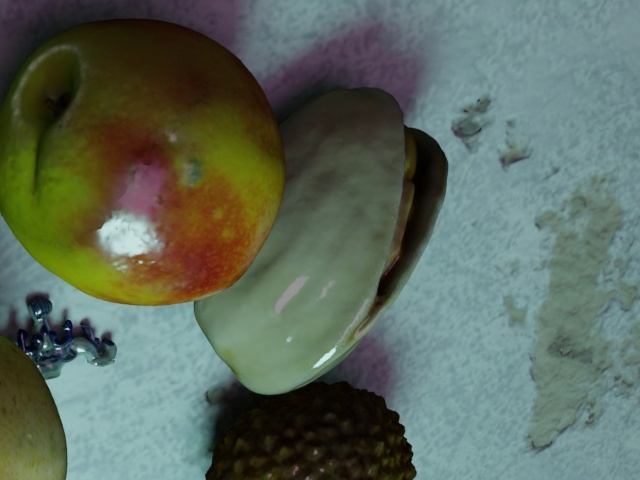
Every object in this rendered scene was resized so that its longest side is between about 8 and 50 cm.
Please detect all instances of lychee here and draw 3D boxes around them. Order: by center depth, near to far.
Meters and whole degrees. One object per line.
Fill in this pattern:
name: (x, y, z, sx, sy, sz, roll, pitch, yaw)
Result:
lychee: (-0.015, 0.243, 1.265, 0.238, 0.200, 0.200, -49, 128, -20)

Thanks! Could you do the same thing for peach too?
peach: (-0.140, -0.059, 1.034, 0.231, 0.231, 0.231, -12, 118, -24)

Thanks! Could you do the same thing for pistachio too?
pistachio: (0.000, 0.000, 1.152, 0.166, 0.197, 0.288, 35, 82, -40)

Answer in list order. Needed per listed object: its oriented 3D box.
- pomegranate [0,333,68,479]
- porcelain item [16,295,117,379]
pomegranate: (-0.343, 0.187, 1.002, 0.319, 0.319, 0.319, -12, 118, -24)
porcelain item: (-0.245, 0.086, 1.158, 0.136, 0.021, 0.075, -12, 102, -36)
